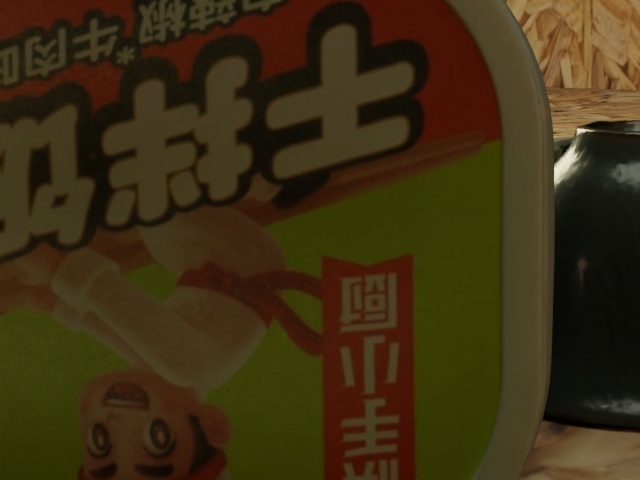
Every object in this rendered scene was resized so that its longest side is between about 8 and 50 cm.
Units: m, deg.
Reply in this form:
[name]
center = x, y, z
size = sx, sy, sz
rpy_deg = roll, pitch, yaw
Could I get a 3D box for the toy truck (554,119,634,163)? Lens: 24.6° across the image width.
[toy truck]
center = 0.246, -0.032, 1.148
size = 0.242, 0.125, 0.101
rpy_deg = 7, 13, 44

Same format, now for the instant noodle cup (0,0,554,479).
[instant noodle cup]
center = -0.033, -0.002, 0.673
size = 0.294, 0.294, 0.308
rpy_deg = 0, 3, 6

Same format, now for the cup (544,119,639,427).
[cup]
center = 0.186, 0.009, 0.838
size = 0.199, 0.150, 0.199
rpy_deg = -1, 10, 0
